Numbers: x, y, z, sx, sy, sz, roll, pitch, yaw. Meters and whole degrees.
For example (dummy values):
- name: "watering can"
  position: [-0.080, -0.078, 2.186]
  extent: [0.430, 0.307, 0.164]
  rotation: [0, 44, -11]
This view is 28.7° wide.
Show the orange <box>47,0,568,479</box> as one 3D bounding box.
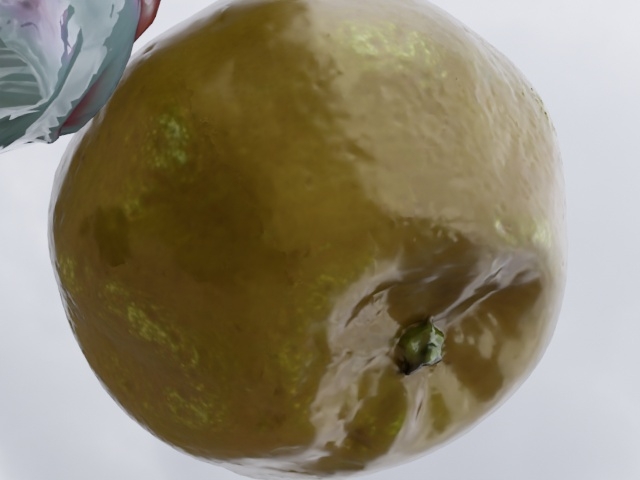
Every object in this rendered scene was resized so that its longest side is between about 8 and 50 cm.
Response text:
- name: "orange"
  position: [0.000, 0.000, 0.661]
  extent: [0.279, 0.279, 0.235]
  rotation: [95, -28, -44]

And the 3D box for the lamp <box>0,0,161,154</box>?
- name: "lamp"
  position: [-0.185, -0.060, 0.386]
  extent: [0.247, 0.301, 0.247]
  rotation: [16, -21, -8]
